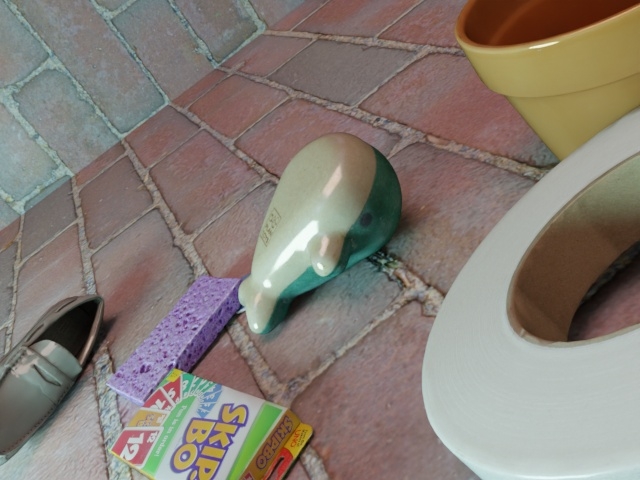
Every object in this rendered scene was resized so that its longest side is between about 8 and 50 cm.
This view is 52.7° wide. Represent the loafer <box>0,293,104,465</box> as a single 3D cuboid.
[{"bbox_3d":[-0.424,0.193,0.978,0.111,0.112,0.319,-31,27,26],"label":"loafer"}]

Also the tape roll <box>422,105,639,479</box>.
[{"bbox_3d":[0.235,0.015,0.448,0.392,0.072,0.392,-45,11,11],"label":"tape roll"}]

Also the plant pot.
[{"bbox_3d":[0.316,-0.201,0.674,0.291,0.203,0.291,-27,29,17],"label":"plant pot"}]

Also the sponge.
[{"bbox_3d":[-0.195,0.134,0.897,0.117,0.031,0.210,2,48,51],"label":"sponge"}]

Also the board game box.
[{"bbox_3d":[-0.128,0.218,0.707,0.259,0.039,0.124,5,48,46],"label":"board game box"}]

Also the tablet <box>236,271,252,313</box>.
[{"bbox_3d":[-0.095,0.068,0.921,0.054,0.006,0.083,-27,30,15],"label":"tablet"}]

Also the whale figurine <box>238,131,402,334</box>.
[{"bbox_3d":[0.000,0.000,0.826,0.272,0.141,0.216,-58,27,9],"label":"whale figurine"}]
